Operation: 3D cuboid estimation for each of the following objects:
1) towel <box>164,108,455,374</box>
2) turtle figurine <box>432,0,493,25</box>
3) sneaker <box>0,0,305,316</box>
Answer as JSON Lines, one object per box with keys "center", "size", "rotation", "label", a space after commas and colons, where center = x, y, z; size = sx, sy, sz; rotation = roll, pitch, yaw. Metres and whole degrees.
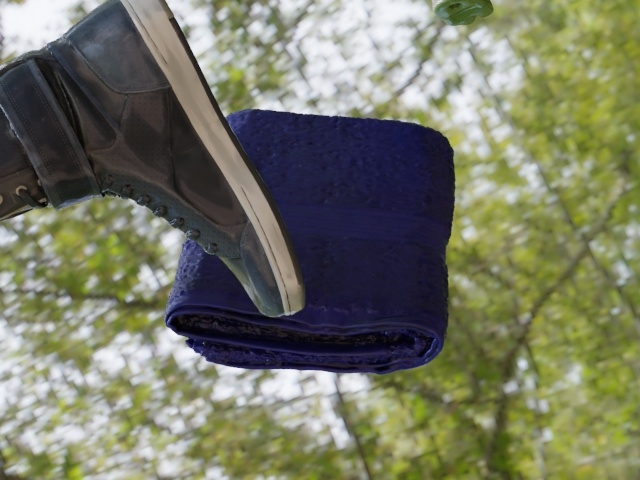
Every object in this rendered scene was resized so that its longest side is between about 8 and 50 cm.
{"center": [0.000, 0.000, 1.537], "size": [0.227, 0.076, 0.308], "rotation": [6, -143, 3], "label": "towel"}
{"center": [0.150, -0.345, 1.743], "size": [0.197, 0.275, 0.266], "rotation": [-13, -109, -10], "label": "turtle figurine"}
{"center": [-0.120, -0.024, 1.092], "size": [0.163, 0.086, 0.226], "rotation": [-31, -80, -6], "label": "sneaker"}
